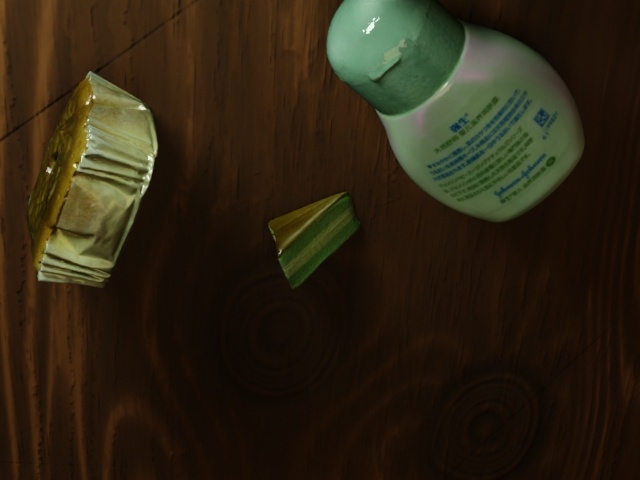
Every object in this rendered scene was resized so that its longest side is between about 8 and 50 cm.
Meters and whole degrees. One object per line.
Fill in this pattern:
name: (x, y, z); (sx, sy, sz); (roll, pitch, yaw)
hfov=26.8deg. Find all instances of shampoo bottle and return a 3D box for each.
shampoo bottle: (0.152, -0.179, 1.621); (0.222, 0.151, 0.349); (-40, 124, 21)

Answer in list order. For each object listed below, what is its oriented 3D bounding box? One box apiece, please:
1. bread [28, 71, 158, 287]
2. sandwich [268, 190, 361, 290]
bread: (-0.271, -0.068, 1.566); (0.109, 0.192, 0.210); (16, 119, -20)
sandwich: (0.000, 0.000, 1.752); (0.116, 0.074, 0.074); (-22, 127, 2)
